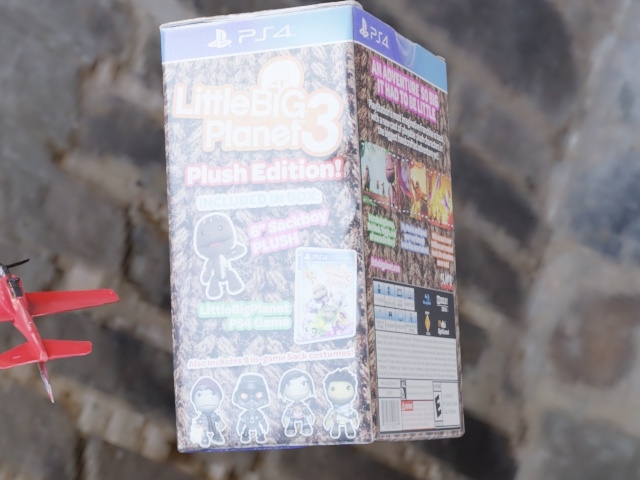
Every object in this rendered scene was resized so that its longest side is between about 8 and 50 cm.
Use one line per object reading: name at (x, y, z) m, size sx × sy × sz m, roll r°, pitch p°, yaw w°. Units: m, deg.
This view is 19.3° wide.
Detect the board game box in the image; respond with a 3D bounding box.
board game box at (0.000, 0.000, 1.337) m, size 0.141 × 0.291 × 0.232 m, roll -4°, pitch 174°, yaw 19°

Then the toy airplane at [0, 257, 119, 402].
toy airplane at (-0.206, 0.056, 1.300) m, size 0.151 × 0.151 × 0.028 m, roll 19°, pitch 126°, yaw 19°
